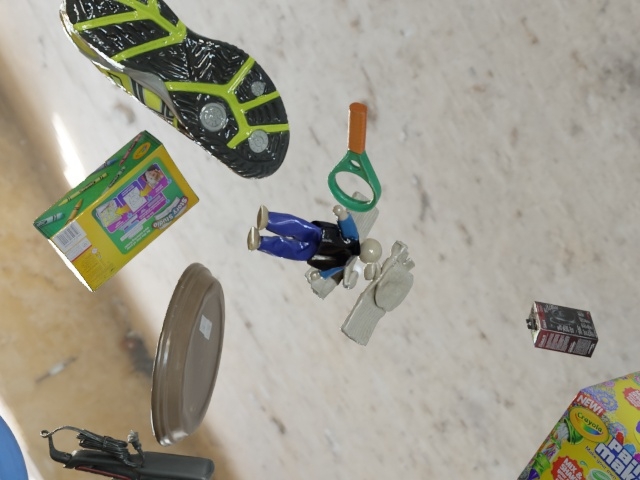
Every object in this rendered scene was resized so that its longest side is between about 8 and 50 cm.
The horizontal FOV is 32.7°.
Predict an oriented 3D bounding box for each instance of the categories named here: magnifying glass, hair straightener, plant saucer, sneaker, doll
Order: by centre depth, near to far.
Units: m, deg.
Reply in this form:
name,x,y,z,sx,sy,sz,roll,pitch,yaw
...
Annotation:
name,x,y,z,sx,sy,sz,roll,pitch,yaw
hair straightener,-0.243,0.264,1.372,0.230,0.047,0.089,15,122,5
doll,0.000,0.000,1.510,0.046,0.189,0.129,-104,33,-53
sneaker,-0.198,-0.234,1.538,0.385,0.145,0.147,43,167,-19
plant saucer,-0.191,0.171,1.624,0.041,0.278,0.278,8,140,9
magnifying glass,0.055,-0.128,1.726,0.092,0.026,0.231,23,143,16

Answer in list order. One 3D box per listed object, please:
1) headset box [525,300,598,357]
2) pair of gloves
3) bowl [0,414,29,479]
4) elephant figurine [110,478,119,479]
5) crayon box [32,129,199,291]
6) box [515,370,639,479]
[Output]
name,x,y,z,sx,sy,sz,roll,pitch,yaw
headset box,0.299,0.110,1.367,0.062,0.083,0.032,-88,9,-59
pair of gloves,0.079,0.057,1.964,0.042,0.204,0.240,18,154,48
bowl,-0.705,0.450,1.957,0.391,0.391,0.077,54,-162,10
elephant figurine,-0.240,0.470,1.640,0.169,0.239,0.186,-19,123,31
crayon box,-0.384,-0.056,2.078,0.081,0.278,0.165,36,162,43
box,0.459,0.395,1.586,0.290,0.177,0.279,48,128,33
